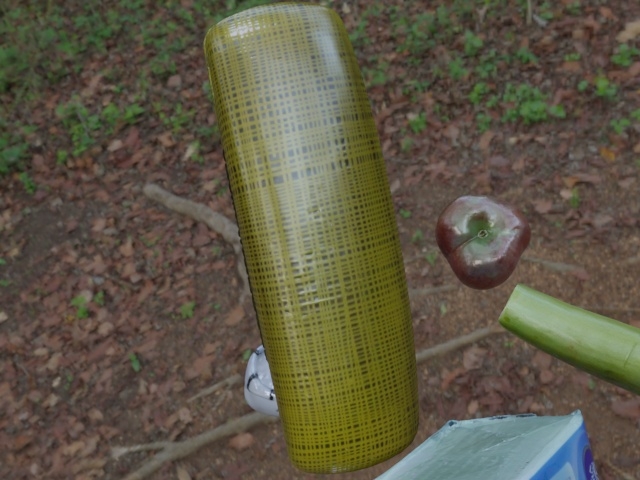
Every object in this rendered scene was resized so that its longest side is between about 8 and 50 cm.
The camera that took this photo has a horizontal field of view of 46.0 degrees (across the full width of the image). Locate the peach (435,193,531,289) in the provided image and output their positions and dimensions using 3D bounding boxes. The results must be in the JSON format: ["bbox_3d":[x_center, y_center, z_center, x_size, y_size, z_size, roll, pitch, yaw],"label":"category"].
[{"bbox_3d":[0.254,0.008,1.205,0.152,0.152,0.152,-10,38,8],"label":"peach"}]

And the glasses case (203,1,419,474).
[{"bbox_3d":[0.000,0.000,0.376,0.079,0.234,0.064,-12,5,-10],"label":"glasses case"}]

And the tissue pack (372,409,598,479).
[{"bbox_3d":[0.141,0.291,0.576,0.146,0.263,0.198,-15,-1,37],"label":"tissue pack"}]

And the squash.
[{"bbox_3d":[0.340,0.126,0.895,0.250,0.083,0.083,23,52,24],"label":"squash"}]

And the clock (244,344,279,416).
[{"bbox_3d":[-0.017,0.171,0.953,0.117,0.080,0.176,9,10,20],"label":"clock"}]
